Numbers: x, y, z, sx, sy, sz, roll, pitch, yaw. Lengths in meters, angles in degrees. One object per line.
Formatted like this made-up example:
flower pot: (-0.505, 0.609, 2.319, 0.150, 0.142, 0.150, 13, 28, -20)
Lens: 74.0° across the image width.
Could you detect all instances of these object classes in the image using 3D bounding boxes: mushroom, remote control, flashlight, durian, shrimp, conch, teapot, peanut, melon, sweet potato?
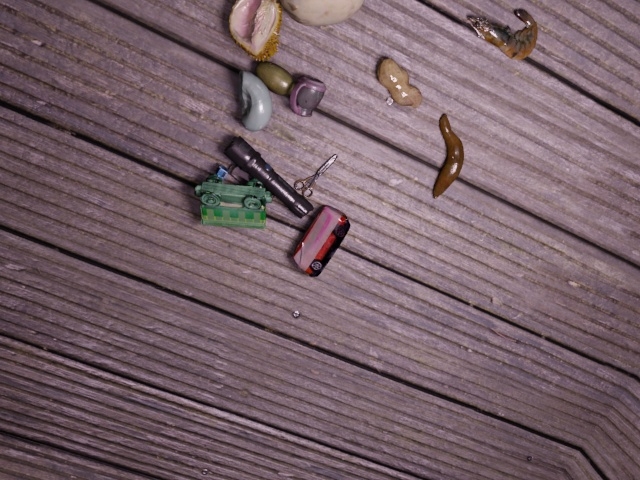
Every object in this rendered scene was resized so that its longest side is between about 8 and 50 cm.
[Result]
mushroom: (-0.003, -0.922, 1.443, 0.315, 0.314, 0.335, -16, 86, 1)
remote control: (-0.282, -0.235, 1.740, 0.212, 0.028, 0.059, 38, 102, -13)
flashlight: (-0.200, -0.244, 1.704, 0.424, 0.103, 0.103, 42, 100, -15)
durian: (-0.224, -0.771, 1.531, 0.183, 0.138, 0.249, 11, 98, 25)
shrimp: (0.705, -0.816, 1.617, 0.296, 0.058, 0.169, 26, 96, -14)
conch: (-0.254, -0.524, 1.596, 0.121, 0.185, 0.220, -27, 128, -39)
teapot: (-0.051, -0.538, 1.608, 0.116, 0.148, 0.145, 19, 118, -5)
peanut: (0.305, -0.600, 1.638, 0.104, 0.085, 0.228, -43, 106, -2)
melon: (-0.172, -0.611, 1.596, 0.162, 0.099, 0.099, 31, 103, -7)
sweet potato: (0.531, -0.338, 1.735, 0.109, 0.079, 0.345, 3, 104, 8)

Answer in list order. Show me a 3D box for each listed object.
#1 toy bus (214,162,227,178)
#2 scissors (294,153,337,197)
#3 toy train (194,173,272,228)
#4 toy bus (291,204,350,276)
toy bus: (-0.395, -0.276, 1.694, 0.046, 0.083, 0.038, 29, 103, -23)
scissors: (-0.009, -0.274, 1.753, 0.088, 0.017, 0.220, 43, 99, -14)
toy train: (-0.341, -0.149, 1.685, 0.301, 0.120, 0.202, 4, 140, -5)
toy bus: (0.000, 0.000, 1.781, 0.147, 0.127, 0.302, 33, 104, -7)
